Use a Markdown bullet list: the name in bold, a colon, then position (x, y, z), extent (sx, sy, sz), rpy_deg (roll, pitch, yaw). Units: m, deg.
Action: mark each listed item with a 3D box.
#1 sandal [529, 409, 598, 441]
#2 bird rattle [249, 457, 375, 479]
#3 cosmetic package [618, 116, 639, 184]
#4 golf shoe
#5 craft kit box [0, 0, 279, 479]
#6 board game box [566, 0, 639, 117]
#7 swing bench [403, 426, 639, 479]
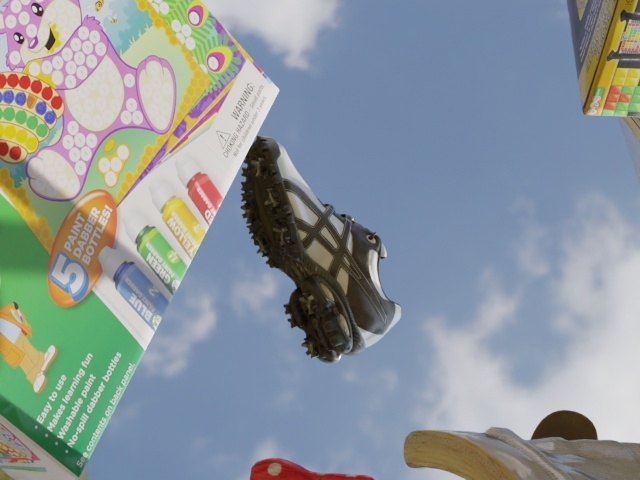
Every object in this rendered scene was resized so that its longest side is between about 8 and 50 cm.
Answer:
- **sandal**: position (0.182, 0.267, 1.288), extent (0.088, 0.079, 0.240), rpy_deg (19, -109, 22)
- **bird rattle**: position (-0.045, 0.259, 0.903), extent (0.143, 0.206, 0.254), rpy_deg (-154, -118, -64)
- **cosmetic package**: position (0.255, -0.045, 0.949), extent (0.099, 0.239, 0.060), rpy_deg (-32, -117, 5)
- **golf shoe**: position (0.000, 0.000, 1.251), extent (0.077, 0.093, 0.198), rpy_deg (-26, -94, 63)
- **craft kit box**: position (-0.153, -0.058, 0.696), extent (0.061, 0.246, 0.250), rpy_deg (-10, -134, 44)
- **board game box**: position (0.146, -0.160, 0.647), extent (0.170, 0.048, 0.141), rpy_deg (96, -6, -54)
- **swing bench**: position (0.140, 0.179, 0.685), extent (0.255, 0.253, 0.165), rpy_deg (-54, -140, 42)
